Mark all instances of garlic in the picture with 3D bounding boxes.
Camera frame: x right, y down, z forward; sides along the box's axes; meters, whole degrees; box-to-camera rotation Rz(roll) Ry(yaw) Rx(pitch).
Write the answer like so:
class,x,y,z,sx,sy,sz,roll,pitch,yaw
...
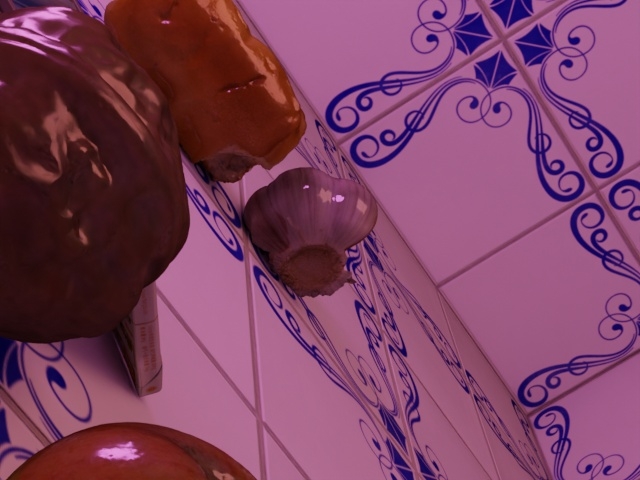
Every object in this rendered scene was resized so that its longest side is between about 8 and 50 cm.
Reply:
class,x,y,z,sx,sy,sz,roll,pitch,yaw
garlic,0.000,0.000,2.368,0.207,0.207,0.256,63,12,27

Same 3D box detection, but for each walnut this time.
class,x,y,z,sx,sy,sz,roll,pitch,yaw
walnut,-0.226,-0.055,1.180,0.273,0.273,0.227,54,-20,-25

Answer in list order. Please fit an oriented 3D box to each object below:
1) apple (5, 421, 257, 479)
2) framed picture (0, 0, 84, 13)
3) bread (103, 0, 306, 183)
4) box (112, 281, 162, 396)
class,x,y,z,sx,sy,sz,roll,pitch,yaw
apple,-0.110,0.240,0.972,0.261,0.194,0.261,54,9,-12
framed picture,-0.333,-0.258,1.902,0.232,0.024,0.315,59,9,11
bread,-0.170,-0.251,2.221,0.344,0.195,0.149,54,4,-10
box,-0.182,0.044,1.403,0.220,0.032,0.122,97,-29,-55
